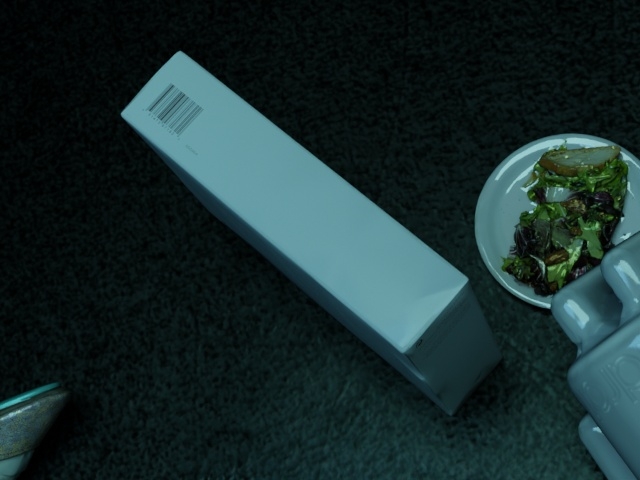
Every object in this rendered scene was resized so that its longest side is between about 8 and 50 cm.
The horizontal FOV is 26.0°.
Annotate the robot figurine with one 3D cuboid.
[{"bbox_3d":[0.368,0.157,1.275,0.200,0.300,0.353,-26,75,-44],"label":"robot figurine"}]

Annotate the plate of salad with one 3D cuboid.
[{"bbox_3d":[0.261,-0.024,1.464,0.200,0.048,0.200,-4,71,12],"label":"plate of salad"}]

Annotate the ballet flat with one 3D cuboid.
[{"bbox_3d":[-0.401,0.250,1.515,0.316,0.107,0.106,-21,88,12],"label":"ballet flat"}]

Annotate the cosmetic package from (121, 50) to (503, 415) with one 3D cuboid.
[{"bbox_3d":[0.000,0.000,1.392,0.377,0.284,0.097,40,82,22],"label":"cosmetic package"}]
